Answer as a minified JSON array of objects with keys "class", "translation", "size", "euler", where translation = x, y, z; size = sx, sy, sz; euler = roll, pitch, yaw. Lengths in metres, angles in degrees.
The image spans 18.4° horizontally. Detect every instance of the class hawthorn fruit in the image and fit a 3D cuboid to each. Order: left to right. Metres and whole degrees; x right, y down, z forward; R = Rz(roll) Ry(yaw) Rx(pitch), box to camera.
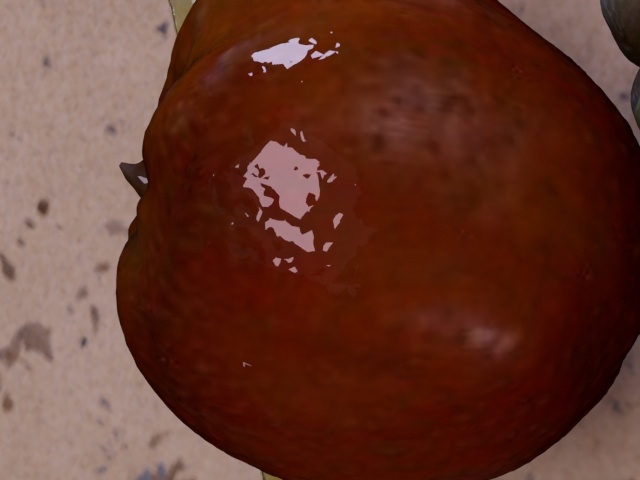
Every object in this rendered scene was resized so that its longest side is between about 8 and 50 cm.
[{"class":"hawthorn fruit","translation":[0.041,0.000,0.701],"size":[0.226,0.196,0.196],"euler":[16,99,2]}]

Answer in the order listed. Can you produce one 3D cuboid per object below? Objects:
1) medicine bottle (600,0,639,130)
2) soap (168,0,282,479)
[{"class":"medicine bottle","translation":[0.215,0.030,0.617],"size":[0.151,0.151,0.322],"euler":[-32,72,29]},{"class":"soap","translation":[0.001,0.000,0.829],"size":[0.092,0.037,0.252],"euler":[-17,81,33]}]
